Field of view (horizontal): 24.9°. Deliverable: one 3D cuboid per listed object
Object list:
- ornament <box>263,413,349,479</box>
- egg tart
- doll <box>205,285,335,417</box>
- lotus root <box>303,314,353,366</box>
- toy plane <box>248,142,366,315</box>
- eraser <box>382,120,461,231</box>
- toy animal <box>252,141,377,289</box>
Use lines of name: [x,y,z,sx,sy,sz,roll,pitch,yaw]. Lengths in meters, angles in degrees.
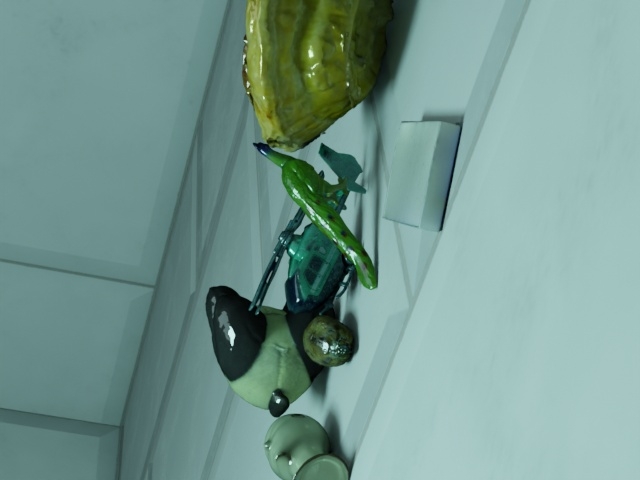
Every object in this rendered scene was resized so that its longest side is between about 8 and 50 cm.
ornament: [-0.020,0.233,1.558,0.156,0.081,0.075,-134,58,-71]
egg tart: [0.007,-0.233,1.628,0.290,0.115,0.290,9,-90,-71]
doll: [-0.068,0.122,1.738,0.234,0.143,0.135,-139,54,-76]
lotus root: [0.009,0.112,1.597,0.099,0.049,0.054,-160,83,-72]
toy plane: [0.000,0.000,1.640,0.235,0.096,0.060,-65,7,-28]
eraser: [0.096,-0.065,1.400,0.150,0.023,0.104,-158,78,-78]
toy animal: [0.012,-0.035,1.586,0.217,0.075,0.041,51,126,17]
